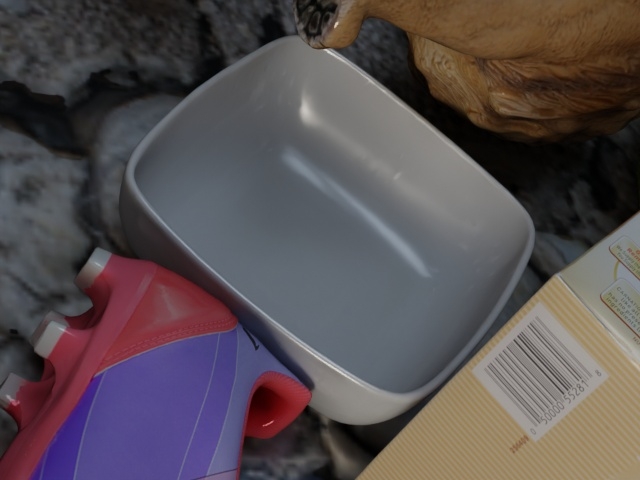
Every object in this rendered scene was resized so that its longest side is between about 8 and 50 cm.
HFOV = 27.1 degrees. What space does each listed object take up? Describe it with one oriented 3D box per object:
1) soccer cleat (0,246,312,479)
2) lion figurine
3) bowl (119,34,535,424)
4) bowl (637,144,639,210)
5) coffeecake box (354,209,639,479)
[{"bbox_3d":[-0.069,0.103,0.365,0.095,0.083,0.248,31,41,-11],"label":"soccer cleat"},{"bbox_3d":[0.133,-0.160,0.485,0.240,0.392,0.142,3,63,-35],"label":"lion figurine"},{"bbox_3d":[0.000,0.000,0.511,0.142,0.053,0.142,39,43,5],"label":"bowl"},{"bbox_3d":[0.295,-0.048,0.567,0.289,0.156,0.289,0,69,1],"label":"bowl"},{"bbox_3d":[0.114,0.040,0.481,0.068,0.142,0.185,47,44,12],"label":"coffeecake box"}]
